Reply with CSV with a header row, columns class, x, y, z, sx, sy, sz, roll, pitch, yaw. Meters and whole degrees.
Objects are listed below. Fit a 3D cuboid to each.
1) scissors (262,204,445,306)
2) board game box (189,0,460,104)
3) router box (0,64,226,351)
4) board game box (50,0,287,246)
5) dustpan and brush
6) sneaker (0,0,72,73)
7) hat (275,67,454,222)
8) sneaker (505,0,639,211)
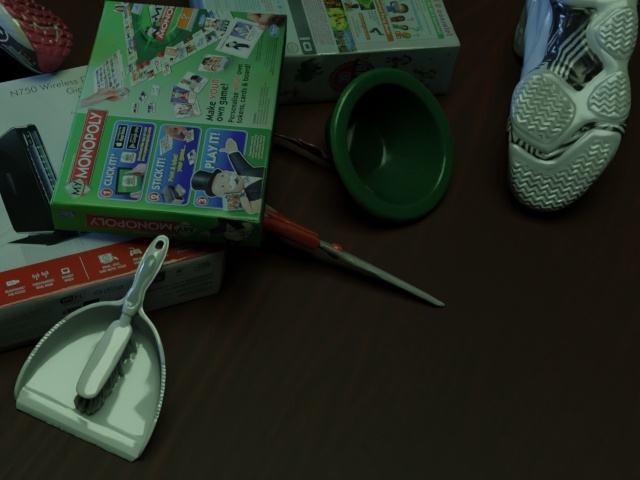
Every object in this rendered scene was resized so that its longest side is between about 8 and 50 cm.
class,x,y,z,sx,sy,sz,roll,pitch,yaw
scissors,0.000,0.000,1.457,0.297,0.021,0.109,22,9,-16
board game box,-0.002,-0.282,1.651,0.303,0.097,0.224,-6,54,-12
router box,-0.312,-0.039,1.416,0.335,0.082,0.301,-16,56,-21
board game box,-0.155,-0.135,1.423,0.214,0.046,0.317,5,50,1
dustpan and brush,-0.200,0.093,1.306,0.147,0.060,0.211,23,70,8
sneaker,-0.410,-0.257,1.537,0.299,0.121,0.112,29,97,30
hat,0.029,-0.114,1.571,0.173,0.183,0.208,-46,112,-28
sneaker,0.306,-0.205,1.623,0.137,0.210,0.365,13,86,2
